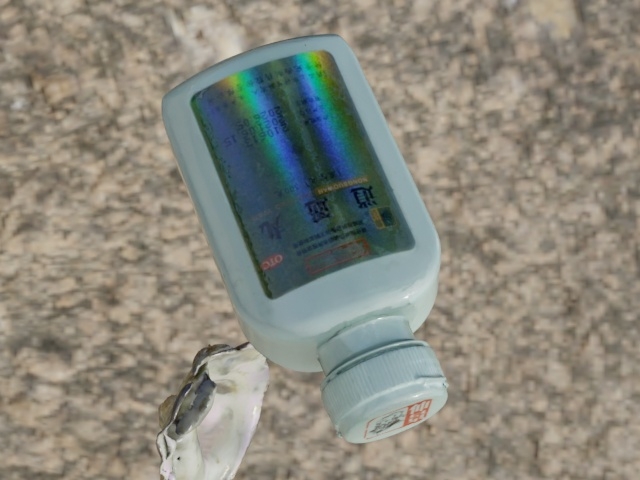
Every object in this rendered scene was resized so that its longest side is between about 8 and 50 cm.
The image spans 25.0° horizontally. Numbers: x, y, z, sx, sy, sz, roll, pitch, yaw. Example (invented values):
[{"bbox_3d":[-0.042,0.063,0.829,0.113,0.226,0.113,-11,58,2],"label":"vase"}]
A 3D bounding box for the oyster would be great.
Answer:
[{"bbox_3d":[-0.110,0.162,1.185,0.191,0.081,0.163,-65,161,-6],"label":"oyster"}]

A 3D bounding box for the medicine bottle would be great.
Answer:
[{"bbox_3d":[0.000,0.000,0.819,0.121,0.083,0.228,-20,69,-7],"label":"medicine bottle"}]
